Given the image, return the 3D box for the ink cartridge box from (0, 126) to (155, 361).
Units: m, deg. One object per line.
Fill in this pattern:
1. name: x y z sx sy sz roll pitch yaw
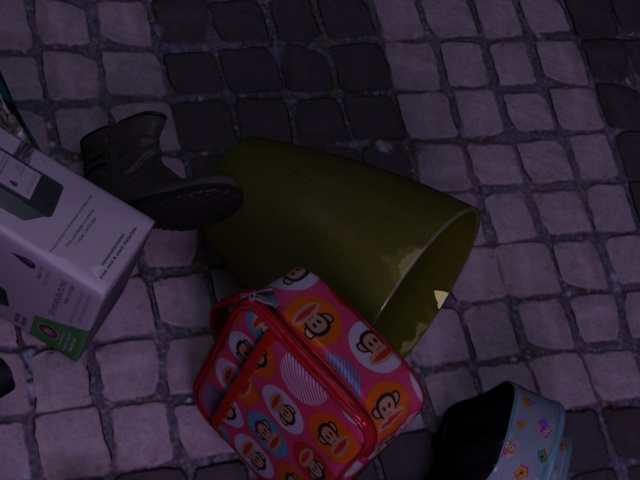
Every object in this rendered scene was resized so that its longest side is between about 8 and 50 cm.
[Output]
1. ink cartridge box: -0.359 -0.012 1.655 0.289 0.211 0.121 31 59 -2

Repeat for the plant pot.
1. plant pot: 0.000 0.000 1.774 0.293 0.275 0.275 34 56 17

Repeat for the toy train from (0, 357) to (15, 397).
1. toy train: -0.502 0.190 1.550 0.334 0.142 0.190 -32 66 -29

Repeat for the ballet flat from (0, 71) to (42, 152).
1. ballet flat: -0.402 -0.140 1.784 0.077 0.091 0.241 -27 71 -7

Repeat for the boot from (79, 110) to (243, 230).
1. boot: -0.205 -0.092 1.756 0.083 0.246 0.161 37 48 -52

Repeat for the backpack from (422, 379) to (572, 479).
1. backpack: 0.222 0.263 1.741 0.144 0.188 0.166 25 57 -6

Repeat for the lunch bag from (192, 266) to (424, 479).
1. lunch bag: -0.032 0.161 1.638 0.120 0.293 0.258 -36 76 -32
